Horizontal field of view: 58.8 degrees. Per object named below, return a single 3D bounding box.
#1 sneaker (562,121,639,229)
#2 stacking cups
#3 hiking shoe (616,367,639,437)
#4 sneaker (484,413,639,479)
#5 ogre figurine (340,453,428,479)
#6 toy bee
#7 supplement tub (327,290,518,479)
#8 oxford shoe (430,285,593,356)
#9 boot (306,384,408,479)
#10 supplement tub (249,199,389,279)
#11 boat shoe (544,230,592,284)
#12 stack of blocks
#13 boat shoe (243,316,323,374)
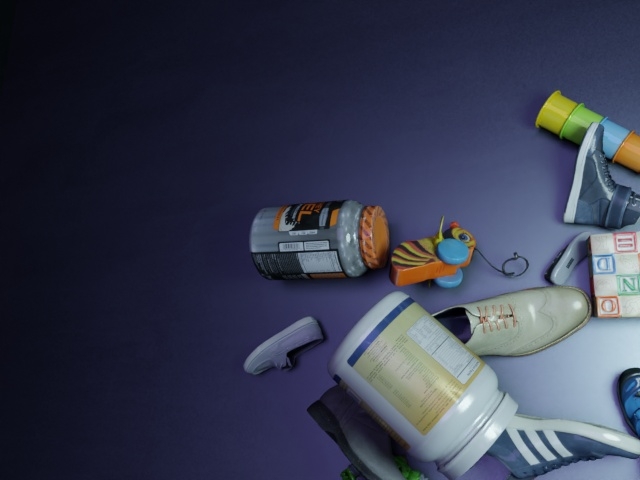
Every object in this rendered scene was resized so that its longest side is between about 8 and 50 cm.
[{"bbox_3d":[0.625,-0.133,1.211,0.163,0.086,0.226,14,114,29],"label":"sneaker"},{"bbox_3d":[0.643,-0.219,1.270,0.316,0.096,0.096,38,92,22],"label":"stacking cups"},{"bbox_3d":[0.660,0.379,1.056,0.113,0.132,0.304,-26,67,15],"label":"hiking shoe"},{"bbox_3d":[0.447,0.430,1.141,0.350,0.131,0.148,-2,73,33],"label":"sneaker"},{"bbox_3d":[0.154,0.533,1.252,0.197,0.097,0.118,33,101,38],"label":"ogre figurine"},{"bbox_3d":[0.293,0.032,1.319,0.162,0.298,0.195,-102,32,-48],"label":"toy bee"},{"bbox_3d":[0.194,0.278,1.106,0.316,0.228,0.228,42,94,17],"label":"supplement tub"},{"bbox_3d":[0.377,0.185,1.222,0.397,0.146,0.140,-21,68,18],"label":"oxford shoe"},{"bbox_3d":[0.136,0.386,1.224,0.223,0.118,0.338,-42,46,-11],"label":"boot"},{"bbox_3d":[0.000,0.000,1.414,0.316,0.193,0.193,-3,74,22],"label":"supplement tub"},{"bbox_3d":[0.545,0.036,1.254,0.142,0.049,0.040,-51,20,-6],"label":"boat shoe"},{"bbox_3d":[0.706,0.066,1.141,0.297,0.087,0.171,-5,81,19],"label":"stack of blocks"},{"bbox_3d":[-0.093,0.284,1.436,0.227,0.079,0.081,-36,60,7],"label":"boat shoe"}]
